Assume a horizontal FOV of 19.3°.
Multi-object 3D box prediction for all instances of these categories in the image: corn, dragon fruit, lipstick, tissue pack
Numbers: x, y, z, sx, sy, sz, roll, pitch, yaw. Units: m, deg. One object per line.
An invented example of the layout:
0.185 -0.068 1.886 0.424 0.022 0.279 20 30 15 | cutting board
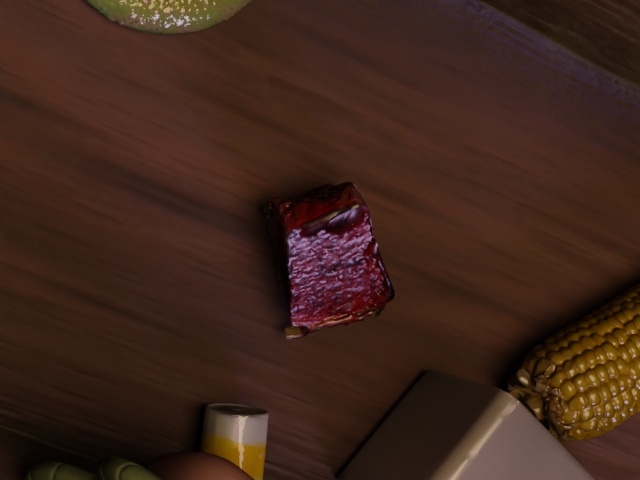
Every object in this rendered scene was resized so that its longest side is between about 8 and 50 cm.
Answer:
0.313 0.090 1.761 0.305 0.106 0.106 -29 107 -22 | corn
0.000 0.000 1.620 0.102 0.096 0.147 -18 134 -12 | dragon fruit
-0.085 0.275 1.621 0.059 0.059 0.264 5 95 -25 | lipstick
0.165 0.248 1.680 0.246 0.159 0.136 46 75 -21 | tissue pack

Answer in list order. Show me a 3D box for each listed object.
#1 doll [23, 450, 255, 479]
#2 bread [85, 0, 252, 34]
-0.113 0.273 1.474 0.268 0.284 0.216 43 64 -15 | doll
-0.122 -0.283 1.554 0.228 0.033 0.228 -2 96 -23 | bread
